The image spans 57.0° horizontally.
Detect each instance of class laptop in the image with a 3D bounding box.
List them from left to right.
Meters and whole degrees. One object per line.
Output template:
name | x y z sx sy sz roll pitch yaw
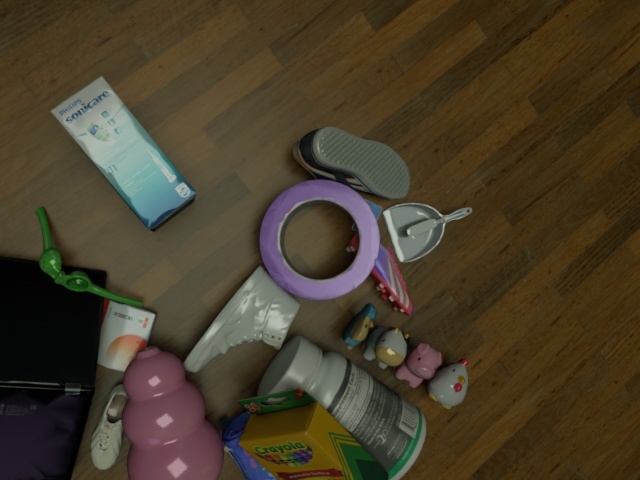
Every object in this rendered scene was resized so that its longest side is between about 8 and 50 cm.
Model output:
laptop | -0.676 0.267 1.213 0.382 0.236 0.408 11 112 -26

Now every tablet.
tablet | 0.117 -0.056 1.480 0.054 0.006 0.083 24 84 -12

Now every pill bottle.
pill bottle | 0.048 0.387 1.364 0.361 0.204 0.204 36 82 -10

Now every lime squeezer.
lime squeezer | -0.529 0.063 1.267 0.310 0.110 0.059 43 107 -3

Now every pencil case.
pencil case | -0.118 0.534 1.366 0.133 0.119 0.306 -32 97 -32

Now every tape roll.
tape roll | 0.000 0.000 1.373 0.274 0.090 0.275 0 87 3

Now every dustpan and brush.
dustpan and brush | 0.280 -0.043 1.490 0.211 0.060 0.147 -20 95 -12

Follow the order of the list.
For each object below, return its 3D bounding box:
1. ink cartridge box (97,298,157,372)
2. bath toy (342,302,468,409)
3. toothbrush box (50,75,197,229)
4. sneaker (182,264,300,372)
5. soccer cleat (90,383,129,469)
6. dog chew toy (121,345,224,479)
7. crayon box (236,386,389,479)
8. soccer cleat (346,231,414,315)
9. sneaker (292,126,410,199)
ink cartridge box | -0.476 0.206 1.321 0.179 0.045 0.145 18 85 -15
bath toy | 0.225 0.283 1.431 0.348 0.151 0.129 33 98 -13
toothbrush box | -0.404 -0.170 1.249 0.126 0.216 0.295 -39 99 -11
sneaker | -0.172 0.220 1.361 0.169 0.108 0.292 41 80 -7
soccer cleat | -0.466 0.415 1.306 0.068 0.076 0.196 16 87 -13
dog chew toy | -0.332 0.392 1.269 0.206 0.206 0.332 -15 95 -13
crayon box | -0.028 0.450 1.252 0.318 0.202 0.081 50 40 -21
soccer cleat | 0.166 0.075 1.456 0.095 0.083 0.248 -40 95 -11
sneaker | 0.077 -0.186 1.420 0.321 0.127 0.126 22 76 -38
